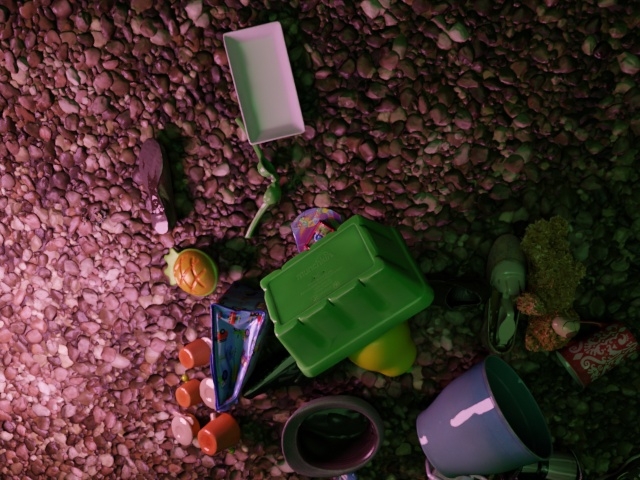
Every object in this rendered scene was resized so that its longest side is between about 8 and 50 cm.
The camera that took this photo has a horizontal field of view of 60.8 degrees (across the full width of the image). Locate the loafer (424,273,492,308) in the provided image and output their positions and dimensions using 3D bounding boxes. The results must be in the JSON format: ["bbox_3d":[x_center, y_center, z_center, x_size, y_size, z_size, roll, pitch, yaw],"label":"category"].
[{"bbox_3d":[0.315,0.130,1.377,0.220,0.078,0.080,-6,103,27],"label":"loafer"}]

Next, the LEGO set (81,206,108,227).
[{"bbox_3d":[-0.599,-0.064,1.459,0.083,0.023,0.054,11,102,15],"label":"LEGO set"}]

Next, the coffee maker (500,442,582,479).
[{"bbox_3d":[0.578,0.629,1.462,0.178,0.120,0.171,11,101,-5],"label":"coffee maker"}]

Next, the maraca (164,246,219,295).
[{"bbox_3d":[-0.342,0.080,1.434,0.185,0.099,0.127,11,102,29],"label":"maraca"}]

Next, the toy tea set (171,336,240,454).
[{"bbox_3d":[-0.304,0.432,1.520,0.200,0.124,0.336,18,109,31],"label":"toy tea set"}]

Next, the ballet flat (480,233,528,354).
[{"bbox_3d":[0.472,0.145,1.376,0.107,0.106,0.316,2,103,5],"label":"ballet flat"}]

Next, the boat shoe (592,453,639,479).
[{"bbox_3d":[0.844,0.657,1.483,0.227,0.069,0.081,-37,98,11],"label":"boat shoe"}]

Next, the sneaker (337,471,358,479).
[{"bbox_3d":[0.076,0.654,1.552,0.059,0.053,0.144,-5,111,6],"label":"sneaker"}]

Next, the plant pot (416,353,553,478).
[{"bbox_3d":[0.398,0.472,1.391,0.255,0.272,0.272,-39,97,26],"label":"plant pot"}]

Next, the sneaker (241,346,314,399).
[{"bbox_3d":[-0.082,0.364,1.474,0.283,0.107,0.124,-38,103,11],"label":"sneaker"}]

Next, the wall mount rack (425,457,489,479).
[{"bbox_3d":[0.395,0.757,1.510,0.304,0.130,0.350,20,104,-2],"label":"wall mount rack"}]

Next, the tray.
[{"bbox_3d":[-0.136,-0.383,1.337,0.145,0.030,0.270,-13,101,0],"label":"tray"}]

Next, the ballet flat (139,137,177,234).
[{"bbox_3d":[-0.412,-0.140,1.413,0.084,0.058,0.250,-5,97,28],"label":"ballet flat"}]

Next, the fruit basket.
[{"bbox_3d":[0.092,0.165,1.306,0.392,0.283,0.392,-13,139,-12],"label":"fruit basket"}]

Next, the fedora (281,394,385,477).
[{"bbox_3d":[0.031,0.509,1.483,0.275,0.124,0.244,-11,104,-2],"label":"fedora"}]

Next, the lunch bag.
[{"bbox_3d":[-0.200,0.278,1.393,0.138,0.221,0.293,8,100,3],"label":"lunch bag"}]

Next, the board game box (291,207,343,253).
[{"bbox_3d":[0.000,0.000,1.418,0.133,0.033,0.169,-14,102,8],"label":"board game box"}]

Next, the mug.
[{"bbox_3d":[0.698,0.270,1.388,0.169,0.113,0.150,-33,100,7],"label":"mug"}]

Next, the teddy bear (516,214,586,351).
[{"bbox_3d":[0.563,0.105,1.317,0.113,0.245,0.338,1,83,44],"label":"teddy bear"}]

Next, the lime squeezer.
[{"bbox_3d":[-0.151,-0.158,1.393,0.110,0.059,0.311,6,106,36],"label":"lime squeezer"}]
